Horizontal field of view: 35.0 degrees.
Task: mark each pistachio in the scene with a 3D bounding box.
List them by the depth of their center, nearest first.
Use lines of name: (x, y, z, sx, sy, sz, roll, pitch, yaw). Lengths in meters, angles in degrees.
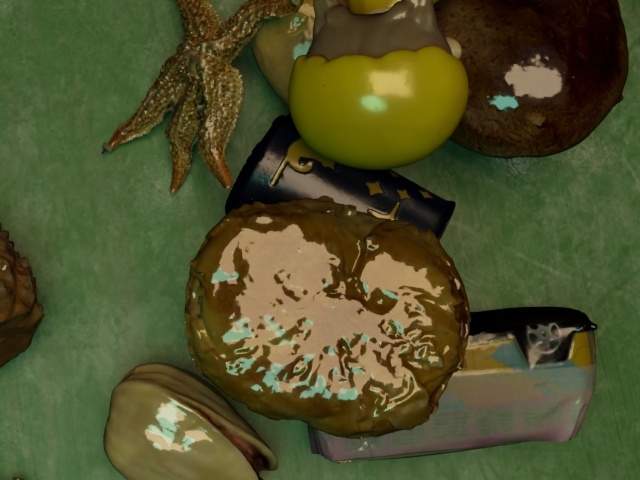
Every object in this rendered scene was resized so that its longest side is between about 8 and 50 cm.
pistachio: (-0.157, 0.244, 1.236, 0.230, 0.157, 0.157, 34, 76, -8)

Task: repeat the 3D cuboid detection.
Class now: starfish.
starfish: (-0.178, -0.206, 1.330, 0.302, 0.084, 0.293, 22, 96, 34)

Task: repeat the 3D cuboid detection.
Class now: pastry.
pastry: (0.005, 0.081, 1.118, 0.311, 0.162, 0.255, 21, 80, 0)

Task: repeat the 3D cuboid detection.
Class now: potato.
potato: (0.002, -0.254, 1.367, 0.233, 0.150, 0.146, 57, 39, -6)

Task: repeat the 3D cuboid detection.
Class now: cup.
cup: (0.011, -0.019, 1.273, 0.256, 0.255, 0.178, 29, 117, 0)

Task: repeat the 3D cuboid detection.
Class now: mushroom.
mushroom: (0.254, -0.267, 1.359, 0.345, 0.345, 0.239, 5, 119, -8)

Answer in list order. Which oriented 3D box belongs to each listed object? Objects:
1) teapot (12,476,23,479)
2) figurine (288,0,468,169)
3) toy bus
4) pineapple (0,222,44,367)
teapot: (-0.369, 0.325, 1.235, 0.121, 0.076, 0.068, 23, 65, -31)
figurine: (0.071, -0.248, 1.226, 0.215, 0.187, 0.343, -9, 65, 28)
toy bus: (0.163, 0.185, 1.299, 0.387, 0.171, 0.162, -5, 94, -8)
pineapple: (-0.488, -0.010, 1.222, 0.223, 0.223, 0.357, -26, 72, -12)
